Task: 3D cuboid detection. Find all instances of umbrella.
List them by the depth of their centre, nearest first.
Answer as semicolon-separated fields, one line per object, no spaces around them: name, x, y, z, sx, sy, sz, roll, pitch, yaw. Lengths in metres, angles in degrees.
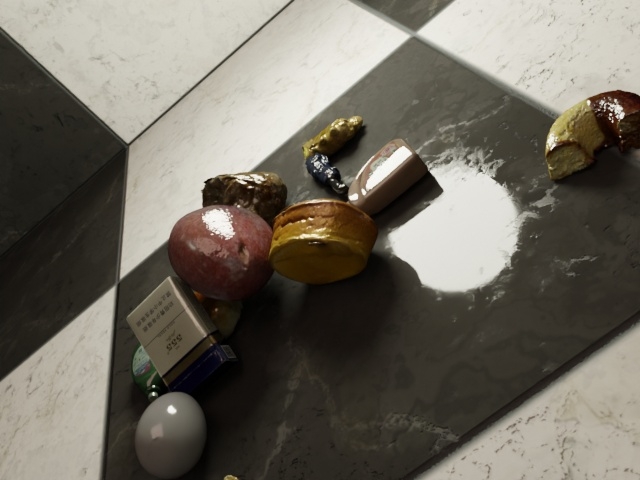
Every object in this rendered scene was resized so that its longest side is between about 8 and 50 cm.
umbrella;0.016;-0.181;1.648;0.071;0.071;0.248;-41;31;5

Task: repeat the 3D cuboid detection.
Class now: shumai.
shumai;-0.212;-0.038;1.698;0.346;0.217;0.283;-22;68;47

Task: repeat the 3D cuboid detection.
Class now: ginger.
ginger;0.033;-0.292;1.741;0.205;0.081;0.115;-35;22;13

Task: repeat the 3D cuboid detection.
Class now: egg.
egg;-0.311;0.403;1.262;0.146;0.146;0.198;-32;26;18

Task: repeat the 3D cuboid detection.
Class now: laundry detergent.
laundry detergent;0.134;-0.143;1.470;0.237;0.076;0.171;-40;31;10
laundry detergent;-0.427;0.329;1.557;0.137;0.063;0.211;-34;33;3

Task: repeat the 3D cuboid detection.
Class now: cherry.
cherry;-0.224;0.033;1.435;0.307;0.261;0.221;39;125;58

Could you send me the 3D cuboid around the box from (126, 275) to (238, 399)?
box;-0.327;0.232;1.416;0.168;0.071;0.259;-42;70;11

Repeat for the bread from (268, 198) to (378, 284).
bread;0.000;0.000;1.342;0.270;0.195;0.142;-20;47;44

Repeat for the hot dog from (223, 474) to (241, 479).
hot dog;-0.152;0.468;1.121;0.034;0.030;0.090;-39;31;-8

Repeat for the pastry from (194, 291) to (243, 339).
pastry;-0.292;0.195;1.532;0.192;0.093;0.182;-3;49;46

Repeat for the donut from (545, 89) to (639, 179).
donut;0.511;-0.207;1.113;0.217;0.085;0.141;-25;37;30
